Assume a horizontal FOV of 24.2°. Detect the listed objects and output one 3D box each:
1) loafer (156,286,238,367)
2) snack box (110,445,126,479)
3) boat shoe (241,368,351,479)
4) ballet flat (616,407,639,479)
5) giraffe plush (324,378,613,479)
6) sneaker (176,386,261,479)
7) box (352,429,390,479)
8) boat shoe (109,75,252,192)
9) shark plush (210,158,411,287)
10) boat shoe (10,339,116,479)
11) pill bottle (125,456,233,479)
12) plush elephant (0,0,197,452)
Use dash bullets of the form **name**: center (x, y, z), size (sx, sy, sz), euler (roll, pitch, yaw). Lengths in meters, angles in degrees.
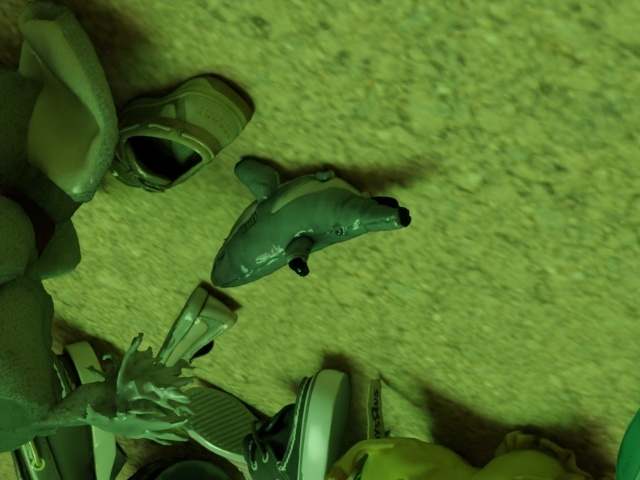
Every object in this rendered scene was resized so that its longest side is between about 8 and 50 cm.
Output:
- **loafer**: center (-0.097, 0.076, 1.147), size (0.039, 0.045, 0.125), euler (26, 151, -6)
- **snack box**: center (-0.266, 0.188, 1.512), size (0.100, 0.037, 0.141), euler (15, 149, 26)
- **boat shoe**: center (-0.025, 0.170, 1.164), size (0.076, 0.080, 0.228), euler (14, 146, 5)
- **ballet flat**: center (0.218, 0.102, 0.863), size (0.067, 0.073, 0.206), euler (-1, 152, 1)
- **giraffe plush**: center (0.120, 0.201, 1.048), size (0.170, 0.181, 0.210), euler (-2, 105, 32)
- **sneaker**: center (-0.067, 0.177, 1.275), size (0.134, 0.051, 0.070), euler (27, 148, -1)
- **box**: center (0.032, 0.228, 1.201), size (0.043, 0.105, 0.179), euler (28, 153, 13)
- **boat shoe**: center (-0.097, -0.056, 0.913), size (0.056, 0.048, 0.153), euler (42, 151, -21)
- **shark plush**: center (0.000, 0.000, 0.888), size (0.161, 0.067, 0.073), euler (4, 143, 42)
- **boat shoe**: center (-0.237, 0.247, 1.355), size (0.116, 0.097, 0.324), euler (-138, 41, -55)
- **pill bottle**: center (-0.150, 0.280, 1.458), size (0.123, 0.123, 0.219), euler (34, 153, -7)
- **plush elephant**: center (-0.234, -0.012, 0.911), size (0.330, 0.255, 0.272), euler (6, 150, -19)
